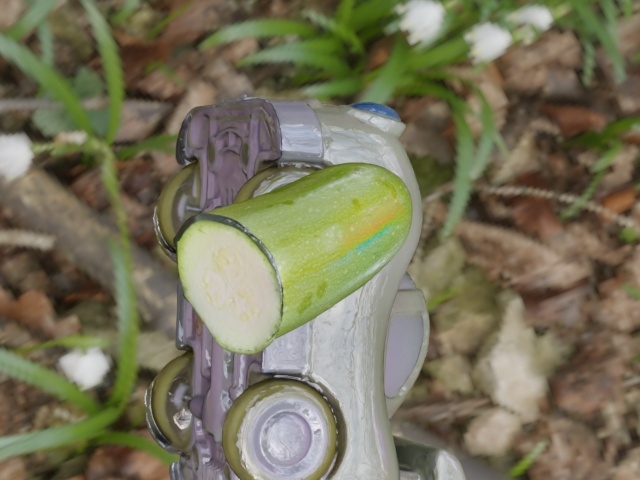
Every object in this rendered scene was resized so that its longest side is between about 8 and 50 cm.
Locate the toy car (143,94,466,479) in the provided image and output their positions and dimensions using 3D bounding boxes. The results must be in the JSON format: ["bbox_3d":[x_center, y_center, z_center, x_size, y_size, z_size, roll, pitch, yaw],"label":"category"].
[{"bbox_3d":[0.001,0.060,1.406,0.226,0.242,0.336,3,90,-23],"label":"toy car"}]

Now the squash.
[{"bbox_3d":[0.000,0.000,1.166,0.188,0.095,0.095,-26,90,-45],"label":"squash"}]
